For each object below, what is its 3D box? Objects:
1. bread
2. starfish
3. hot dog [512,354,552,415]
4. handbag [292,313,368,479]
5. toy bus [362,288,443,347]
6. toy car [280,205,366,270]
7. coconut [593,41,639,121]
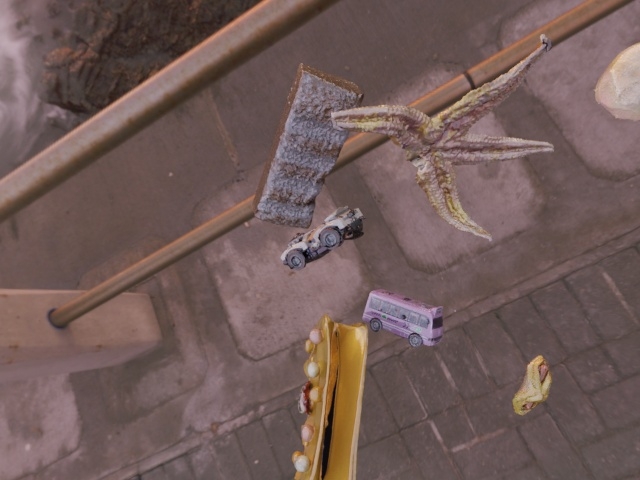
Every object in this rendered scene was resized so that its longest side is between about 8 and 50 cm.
[{"bbox_3d":[-0.043,-0.216,1.098,0.113,0.166,0.416,-109,34,-46],"label":"bread"},{"bbox_3d":[0.272,-0.181,0.849,0.384,0.398,0.132,-27,33,12],"label":"starfish"},{"bbox_3d":[0.546,0.380,1.108,0.061,0.078,0.168,31,106,62],"label":"hot dog"},{"bbox_3d":[0.006,0.400,1.073,0.133,0.283,0.400,9,69,-7],"label":"handbag"},{"bbox_3d":[0.218,0.198,1.130,0.199,0.096,0.107,16,97,34],"label":"toy bus"},{"bbox_3d":[-0.002,-0.001,1.402,0.301,0.193,0.117,-29,92,33],"label":"toy car"},{"bbox_3d":[0.734,-0.358,0.986,0.195,0.194,0.194,-3,80,17],"label":"coconut"}]
